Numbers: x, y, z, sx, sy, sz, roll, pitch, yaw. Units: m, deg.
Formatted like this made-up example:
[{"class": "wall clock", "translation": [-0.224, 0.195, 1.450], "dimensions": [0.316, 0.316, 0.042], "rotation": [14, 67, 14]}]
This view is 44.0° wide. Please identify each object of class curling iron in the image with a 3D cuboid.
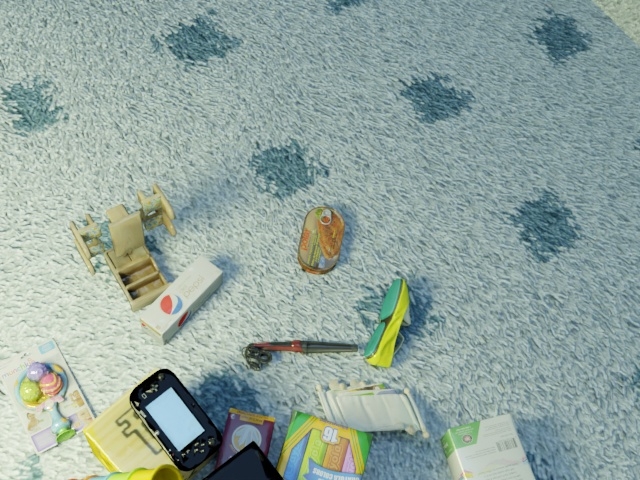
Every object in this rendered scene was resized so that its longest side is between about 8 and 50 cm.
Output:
[{"class": "curling iron", "translation": [-0.048, 0.262, 1.853], "dimensions": [0.274, 0.035, 0.068], "rotation": [-3, 65, -9]}]

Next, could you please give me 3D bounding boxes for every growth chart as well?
[{"class": "growth chart", "translation": [0.114, 0.376, 1.782], "dimensions": [0.237, 0.021, 0.172], "rotation": [3, 34, -11]}]

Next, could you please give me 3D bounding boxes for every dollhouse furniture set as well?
[{"class": "dollhouse furniture set", "translation": [-0.427, 0.029, 1.814], "dimensions": [0.212, 0.242, 0.161], "rotation": [-27, 68, -21]}]

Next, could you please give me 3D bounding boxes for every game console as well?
[{"class": "game console", "translation": [-0.242, 0.414, 1.518], "dimensions": [0.213, 0.044, 0.361], "rotation": [-35, 73, -25]}]

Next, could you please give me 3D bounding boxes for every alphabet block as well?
[{"class": "alphabet block", "translation": [-0.344, 0.415, 1.635], "dimensions": [0.193, 0.192, 0.197], "rotation": [41, 64, 17]}]

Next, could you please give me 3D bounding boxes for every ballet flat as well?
[{"class": "ballet flat", "translation": [0.175, 0.203, 1.905], "dimensions": [0.077, 0.077, 0.231], "rotation": [32, 62, -14]}]

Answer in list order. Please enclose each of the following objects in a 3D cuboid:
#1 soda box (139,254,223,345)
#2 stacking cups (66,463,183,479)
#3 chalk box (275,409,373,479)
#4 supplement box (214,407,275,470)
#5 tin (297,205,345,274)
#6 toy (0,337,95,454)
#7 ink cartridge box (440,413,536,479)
[{"class": "soda box", "translation": [-0.325, 0.140, 1.866], "dimensions": [0.074, 0.069, 0.216], "rotation": [35, 62, 13]}, {"class": "stacking cups", "translation": [-0.398, 0.469, 1.478], "dimensions": [0.316, 0.096, 0.096], "rotation": [-12, 53, 33]}, {"class": "chalk box", "translation": [-0.020, 0.529, 1.621], "dimensions": [0.179, 0.180, 0.289], "rotation": [17, 60, 2]}, {"class": "supplement box", "translation": [-0.167, 0.467, 1.691], "dimensions": [0.104, 0.081, 0.188], "rotation": [12, 60, -1]}, {"class": "tin", "translation": [0.000, 0.000, 2.011], "dimensions": [0.106, 0.040, 0.189], "rotation": [15, 59, -4]}, {"class": "toy", "translation": [-0.602, 0.327, 1.726], "dimensions": [0.137, 0.056, 0.237], "rotation": [-26, 67, -22]}, {"class": "ink cartridge box", "translation": [0.374, 0.508, 1.736], "dimensions": [0.154, 0.093, 0.212], "rotation": [-11, 61, -13]}]
